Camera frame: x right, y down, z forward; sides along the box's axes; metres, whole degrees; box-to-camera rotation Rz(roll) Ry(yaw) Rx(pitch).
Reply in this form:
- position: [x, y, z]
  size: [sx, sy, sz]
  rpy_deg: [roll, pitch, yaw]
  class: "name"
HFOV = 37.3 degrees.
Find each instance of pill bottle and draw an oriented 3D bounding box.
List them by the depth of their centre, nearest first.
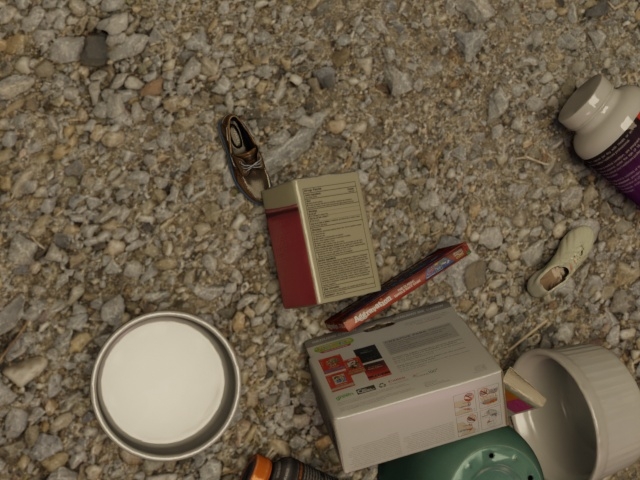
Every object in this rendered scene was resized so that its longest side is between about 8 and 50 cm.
- position: [-0.029, 0.481, 1.738]
  size: [0.246, 0.130, 0.130]
  rpy_deg: [28, 80, -10]
  class: "pill bottle"
- position: [0.647, -0.190, 1.926]
  size: [0.323, 0.181, 0.181]
  rpy_deg: [38, 78, -9]
  class: "pill bottle"

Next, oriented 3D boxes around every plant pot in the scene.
- position: [0.279, 0.455, 1.762]
  size: [0.293, 0.235, 0.293]
  rpy_deg: [1, 86, -13]
  class: "plant pot"

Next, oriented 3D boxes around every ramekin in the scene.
- position: [0.492, 0.329, 1.811]
  size: [0.135, 0.277, 0.277]
  rpy_deg: [-11, 89, -23]
  class: "ramekin"

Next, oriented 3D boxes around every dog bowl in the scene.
- position: [-0.279, 0.257, 1.706]
  size: [0.265, 0.104, 0.264]
  rpy_deg: [1, 86, -13]
  class: "dog bowl"

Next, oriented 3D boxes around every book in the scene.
- position: [0.361, 0.299, 1.835]
  size: [0.096, 0.144, 0.035]
  rpy_deg: [38, 64, -5]
  class: "book"

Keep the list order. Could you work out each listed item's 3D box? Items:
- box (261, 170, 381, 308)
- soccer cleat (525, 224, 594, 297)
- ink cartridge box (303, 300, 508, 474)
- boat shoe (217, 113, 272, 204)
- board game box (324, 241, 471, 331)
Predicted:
- position: [0.000, 0.000, 1.763]
  size: [0.149, 0.127, 0.232]
  rpy_deg: [-10, 88, -34]
  class: "box"
- position: [0.499, 0.045, 1.926]
  size: [0.196, 0.076, 0.068]
  rpy_deg: [-44, 97, -13]
  class: "soccer cleat"
- position: [0.148, 0.260, 1.751]
  size: [0.310, 0.272, 0.130]
  rpy_deg: [-15, 117, -7]
  class: "ink cartridge box"
- position: [-0.142, -0.152, 1.787]
  size: [0.066, 0.066, 0.183]
  rpy_deg: [-29, 93, -14]
  class: "boat shoe"
- position: [0.144, 0.090, 1.801]
  size: [0.281, 0.145, 0.027]
  rpy_deg: [-31, 91, -14]
  class: "board game box"
